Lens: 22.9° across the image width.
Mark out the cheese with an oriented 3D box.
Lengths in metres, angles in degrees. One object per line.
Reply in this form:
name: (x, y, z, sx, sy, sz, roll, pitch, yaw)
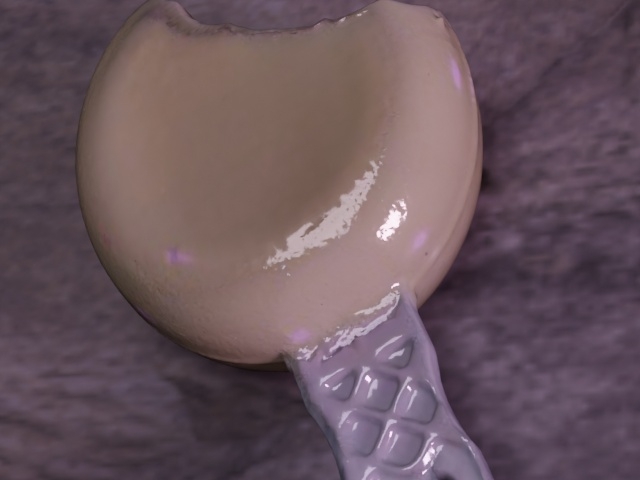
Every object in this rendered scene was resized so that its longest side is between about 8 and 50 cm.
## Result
cheese: (-0.017, 0.011, 0.579, 0.163, 0.071, 0.249, -12, 59, 21)
